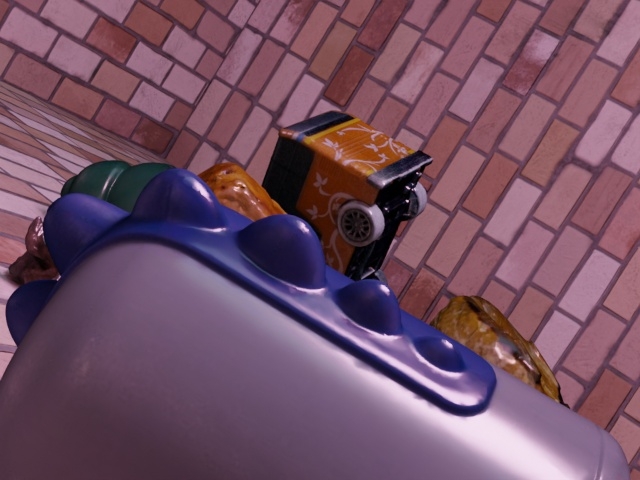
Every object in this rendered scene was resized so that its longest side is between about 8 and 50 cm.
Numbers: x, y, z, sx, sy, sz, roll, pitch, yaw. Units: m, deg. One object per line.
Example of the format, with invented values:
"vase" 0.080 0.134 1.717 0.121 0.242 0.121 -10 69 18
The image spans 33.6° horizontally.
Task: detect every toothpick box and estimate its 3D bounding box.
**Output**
"toothpick box" -0.027 0.116 0.606 0.354 0.263 0.263 31 4 6

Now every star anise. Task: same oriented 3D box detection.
"star anise" -0.254 0.083 1.041 0.148 0.218 0.227 63 32 -30

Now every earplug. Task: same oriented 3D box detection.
"earplug" -0.254 -0.007 1.475 0.280 0.164 0.257 21 38 13

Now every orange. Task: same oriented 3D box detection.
"orange" 0.277 0.234 1.825 0.271 0.210 0.368 57 12 14

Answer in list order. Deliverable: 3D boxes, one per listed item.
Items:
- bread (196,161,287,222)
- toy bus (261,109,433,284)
"bread" -0.068 0.068 1.106 0.294 0.167 0.132 53 8 -13
"toy bus" 0.000 0.000 1.242 0.167 0.275 0.138 32 32 19
